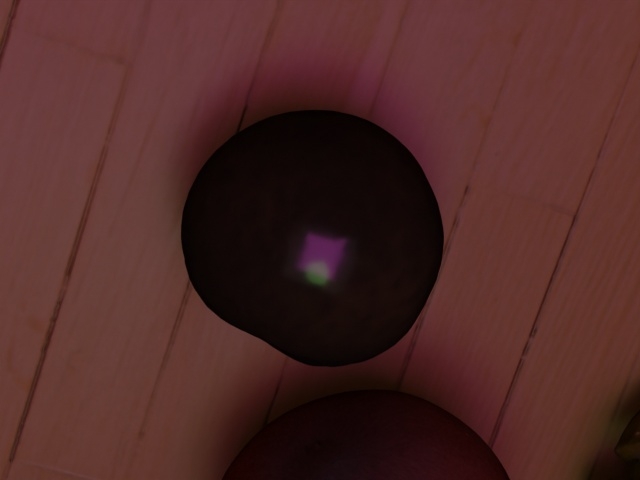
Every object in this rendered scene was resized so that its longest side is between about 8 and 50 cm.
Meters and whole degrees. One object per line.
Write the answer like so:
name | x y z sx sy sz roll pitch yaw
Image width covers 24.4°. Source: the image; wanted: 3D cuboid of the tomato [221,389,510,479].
tomato | 0.036 0.242 1.180 0.256 0.256 0.224 -25 122 -1

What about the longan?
longan | 0.000 0.000 1.142 0.198 0.198 0.212 -38 107 3

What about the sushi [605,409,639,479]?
sushi | 0.379 0.295 1.208 0.285 0.329 0.328 26 104 -19
